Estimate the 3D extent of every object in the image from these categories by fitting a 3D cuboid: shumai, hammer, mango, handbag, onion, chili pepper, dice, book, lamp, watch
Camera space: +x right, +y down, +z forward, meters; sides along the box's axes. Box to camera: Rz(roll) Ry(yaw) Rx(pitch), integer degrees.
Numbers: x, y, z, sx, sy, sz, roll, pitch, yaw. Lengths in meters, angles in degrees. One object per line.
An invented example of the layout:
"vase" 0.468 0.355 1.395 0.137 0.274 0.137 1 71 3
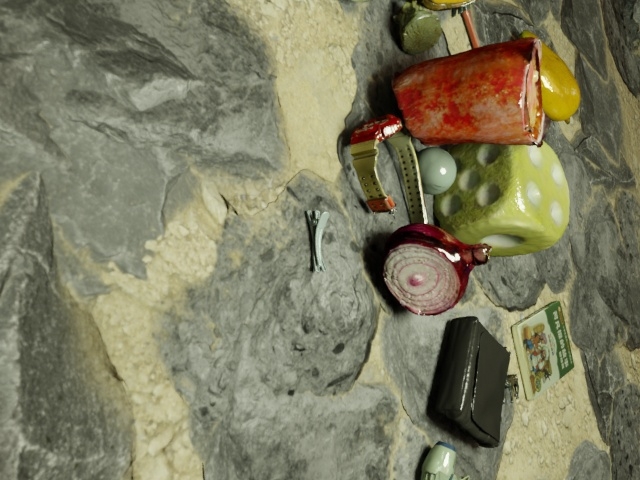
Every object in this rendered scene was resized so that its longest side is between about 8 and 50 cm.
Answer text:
"shumai" 0.216 -0.493 1.327 0.087 0.099 0.124 68 7 24
"hammer" 0.423 -0.517 1.559 0.111 0.033 0.288 -31 104 -43
"mango" 0.677 -0.484 1.737 0.317 0.119 0.176 51 60 -18
"handbag" 0.345 0.315 1.301 0.223 0.080 0.247 44 52 -37
"onion" 0.237 0.040 1.149 0.195 0.218 0.140 59 29 -11
"chili pepper" 0.307 -0.280 1.202 0.229 0.305 0.251 65 31 -31
"dice" 0.420 -0.103 1.346 0.238 0.226 0.233 21 66 -38
"book" 0.613 0.294 1.588 0.264 0.027 0.202 -14 91 -44
"lamp" 0.247 -0.152 1.274 0.105 0.105 0.105 10 75 -42
"watch" 0.147 -0.119 1.186 0.165 0.102 0.268 -27 106 -46

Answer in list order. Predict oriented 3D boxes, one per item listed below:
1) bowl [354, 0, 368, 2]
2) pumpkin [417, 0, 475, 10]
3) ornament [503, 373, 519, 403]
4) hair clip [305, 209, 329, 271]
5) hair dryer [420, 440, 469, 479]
"bowl" 0.070 -0.587 1.171 0.237 0.126 0.238 11 74 -42
"pumpkin" 0.285 -0.675 1.290 0.256 0.303 0.225 -14 72 -8
"ornament" 0.468 0.338 1.443 0.073 0.028 0.125 -11 92 -43
"hair clip" -0.001 0.000 1.054 0.030 0.039 0.115 -2 85 -38
"hair dryer" 0.249 0.527 1.197 0.167 0.067 0.199 -53 133 -26
